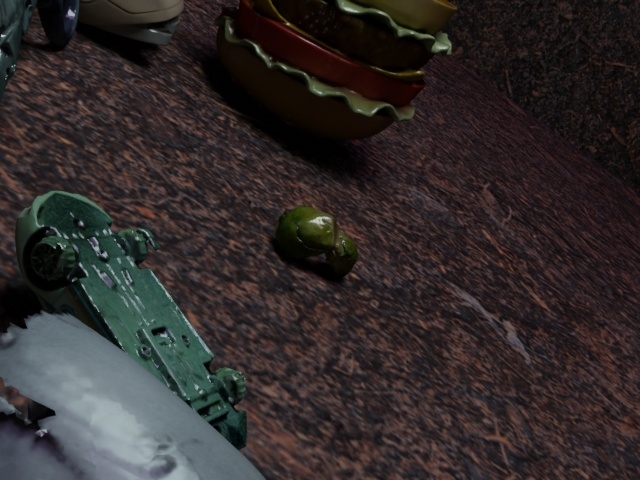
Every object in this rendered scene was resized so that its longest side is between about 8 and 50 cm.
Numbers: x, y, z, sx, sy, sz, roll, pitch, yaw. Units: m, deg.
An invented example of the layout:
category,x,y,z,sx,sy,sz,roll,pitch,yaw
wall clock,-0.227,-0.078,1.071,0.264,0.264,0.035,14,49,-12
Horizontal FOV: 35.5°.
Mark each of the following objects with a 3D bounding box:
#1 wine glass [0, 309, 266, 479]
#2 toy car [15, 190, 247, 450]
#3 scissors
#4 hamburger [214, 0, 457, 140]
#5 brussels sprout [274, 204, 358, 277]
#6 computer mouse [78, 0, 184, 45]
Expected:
category,x,y,z,sx,sy,sz,roll,pitch,yaw
wine glass,-0.024,0.168,0.352,0.321,0.143,0.143,42,21,15
toy car,-0.112,0.053,0.574,0.186,0.058,0.093,54,23,10
scissors,-0.235,-0.197,0.782,0.029,0.256,0.384,2,42,-4
hamburger,0.007,-0.234,1.170,0.274,0.212,0.274,26,18,-9
brussels sprout,0.001,0.000,0.887,0.083,0.051,0.046,24,62,-30
computer mouse,-0.252,-0.286,1.048,0.236,0.082,0.145,33,20,-17
